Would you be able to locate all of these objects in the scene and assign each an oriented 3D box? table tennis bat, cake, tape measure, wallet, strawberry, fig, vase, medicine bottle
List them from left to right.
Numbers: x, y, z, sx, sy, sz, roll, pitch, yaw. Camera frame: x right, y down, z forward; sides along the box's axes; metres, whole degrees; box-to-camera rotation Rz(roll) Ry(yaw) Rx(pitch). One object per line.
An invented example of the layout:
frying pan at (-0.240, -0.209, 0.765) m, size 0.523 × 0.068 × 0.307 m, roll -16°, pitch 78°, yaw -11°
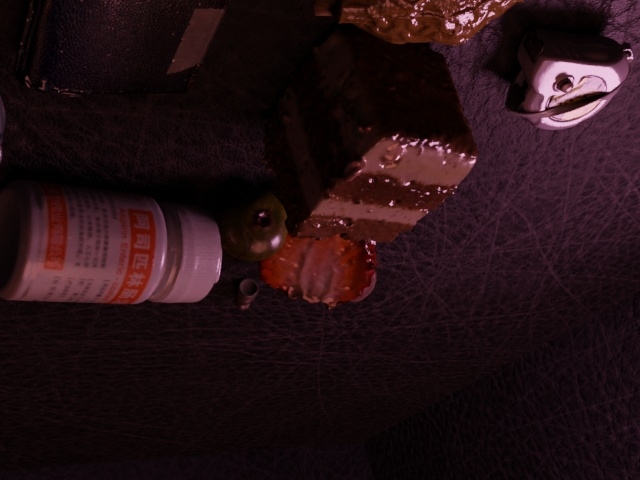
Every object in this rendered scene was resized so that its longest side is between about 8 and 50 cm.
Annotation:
medicine bottle at (-0.387, 0.013, 1.390) m, size 0.371 × 0.211 × 0.211 m, roll 6°, pitch 145°, yaw -39°
wallet at (-0.270, -0.296, 1.051) m, size 0.262 × 0.071 × 0.221 m, roll -3°, pitch 145°, yaw -34°
fig at (-0.174, -0.026, 1.569) m, size 0.151 × 0.151 × 0.259 m, roll 2°, pitch 172°, yaw -34°
vase at (-0.190, 0.137, 1.924) m, size 0.053 × 0.053 × 0.101 m, roll -8°, pitch 155°, yaw -20°
strawberry at (0.000, 0.000, 1.692) m, size 0.265 × 0.149 × 0.336 m, roll 8°, pitch 138°, yaw -3°
table tennis bat at (0.055, 0.111, 2.074) m, size 0.170 × 0.119 × 0.107 m, roll -34°, pitch 131°, yaw -18°
cake at (0.086, -0.166, 1.294) m, size 0.282 × 0.256 × 0.290 m, roll 4°, pitch 150°, yaw -39°
tape measure at (0.456, -0.294, 1.425) m, size 0.236 × 0.120 × 0.197 m, roll -1°, pitch 143°, yaw -20°

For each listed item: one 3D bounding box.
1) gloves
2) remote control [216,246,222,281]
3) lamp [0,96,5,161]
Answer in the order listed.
gloves at (0.159, -0.366, 1.070) m, size 0.356 × 0.155 × 0.203 m, roll -13°, pitch 149°, yaw -3°
remote control at (-0.256, 0.034, 1.547) m, size 0.029 × 0.088 × 0.190 m, roll 3°, pitch -177°, yaw -37°
lamp at (-0.556, -0.125, 0.973) m, size 0.247 × 0.301 × 0.247 m, roll 14°, pitch 137°, yaw 20°
